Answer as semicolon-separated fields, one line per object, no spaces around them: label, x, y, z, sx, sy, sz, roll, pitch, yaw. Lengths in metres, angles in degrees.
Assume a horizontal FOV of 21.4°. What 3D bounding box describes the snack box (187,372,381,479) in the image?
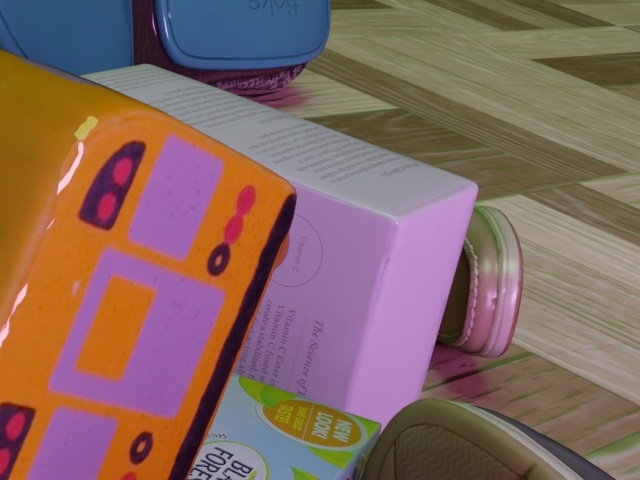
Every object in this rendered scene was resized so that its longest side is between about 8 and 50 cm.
snack box;-0.104;0.083;0.567;0.207;0.070;0.174;19;19;13

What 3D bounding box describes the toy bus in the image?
toy bus;-0.170;-0.023;0.489;0.333;0.108;0.130;21;-1;30

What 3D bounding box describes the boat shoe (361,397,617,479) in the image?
boat shoe;0.118;0.146;0.509;0.092;0.102;0.285;4;24;-41

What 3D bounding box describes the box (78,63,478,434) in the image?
box;-0.039;0.014;0.718;0.171;0.130;0.091;22;19;20

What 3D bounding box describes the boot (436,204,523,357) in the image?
boot;0.000;0.000;0.872;0.165;0.077;0.213;8;14;-20

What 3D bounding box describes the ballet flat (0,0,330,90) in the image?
ballet flat;-0.162;-0.149;1.120;0.182;0.164;0.483;-2;5;24
